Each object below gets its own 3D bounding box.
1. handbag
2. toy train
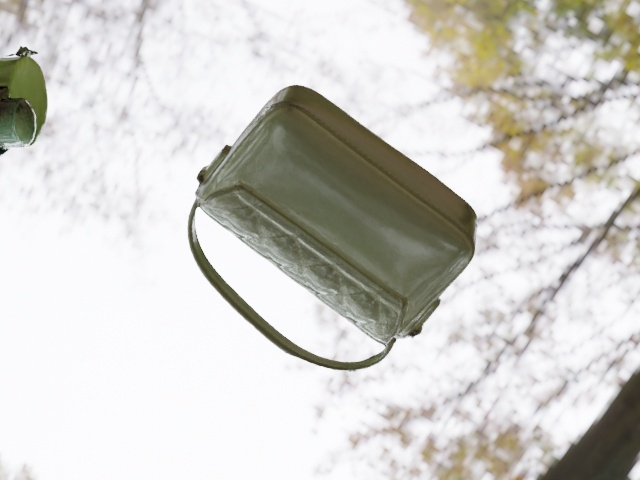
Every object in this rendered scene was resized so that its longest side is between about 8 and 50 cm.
[{"bbox_3d":[0.000,0.000,1.605,0.256,0.219,0.079,37,-157,-8],"label":"handbag"},{"bbox_3d":[-0.326,-0.095,1.330,0.253,0.105,0.157,-3,-160,13],"label":"toy train"}]
